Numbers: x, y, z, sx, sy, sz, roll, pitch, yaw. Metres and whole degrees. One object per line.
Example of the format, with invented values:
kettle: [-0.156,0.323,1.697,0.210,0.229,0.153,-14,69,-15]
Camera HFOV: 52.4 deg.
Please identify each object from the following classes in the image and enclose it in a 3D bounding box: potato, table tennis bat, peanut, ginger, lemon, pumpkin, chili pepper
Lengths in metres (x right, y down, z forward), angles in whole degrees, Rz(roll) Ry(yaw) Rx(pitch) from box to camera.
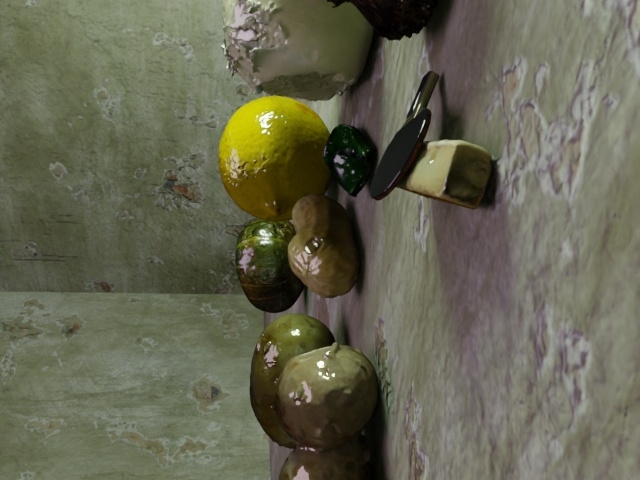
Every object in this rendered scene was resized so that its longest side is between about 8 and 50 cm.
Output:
potato: [-0.050,0.268,1.245,0.210,0.173,0.307,-95,8,-48]
table tennis bat: [0.089,-0.109,0.667,0.158,0.014,0.095,-66,11,-23]
peanut: [0.000,0.000,1.132,0.110,0.120,0.236,47,-163,-40]
ginger: [0.017,0.306,0.933,0.244,0.155,0.303,137,126,-69]
lemon: [-0.092,-0.172,1.364,0.267,0.268,0.267,-179,90,-82]
pumpkin: [-0.115,0.057,1.736,0.260,0.190,0.260,-9,-90,-77]
chili pepper: [0.043,-0.138,1.071,0.224,0.061,0.097,-110,30,-73]

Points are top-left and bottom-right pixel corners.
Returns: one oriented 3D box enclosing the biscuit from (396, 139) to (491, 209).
biscuit: [0.111,-0.069,0.632,0.188,0.052,0.056,-132,61,-77]

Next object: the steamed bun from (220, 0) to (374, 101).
steamed bun: [-0.051,-0.402,1.092,0.334,0.233,0.311,157,112,-71]

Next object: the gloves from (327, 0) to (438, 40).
gloves: [0.064,-0.372,0.712,0.210,0.135,0.312,125,146,-69]
